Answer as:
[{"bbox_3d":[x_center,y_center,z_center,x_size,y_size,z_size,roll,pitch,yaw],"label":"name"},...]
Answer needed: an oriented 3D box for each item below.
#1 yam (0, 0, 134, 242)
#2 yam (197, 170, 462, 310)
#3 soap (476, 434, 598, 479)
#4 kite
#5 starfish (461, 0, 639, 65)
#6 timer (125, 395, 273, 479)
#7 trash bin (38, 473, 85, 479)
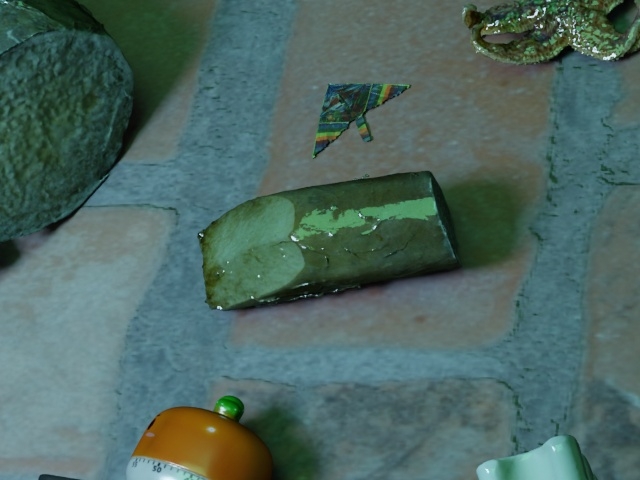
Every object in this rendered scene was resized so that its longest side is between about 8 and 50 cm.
[{"bbox_3d":[-0.360,-0.187,1.950,0.241,0.241,0.348,-40,53,-5],"label":"yam"},{"bbox_3d":[0.000,0.000,1.767,0.259,0.106,0.106,-11,58,14],"label":"yam"},{"bbox_3d":[0.207,0.305,1.469,0.088,0.160,0.265,-20,56,10],"label":"soap"},{"bbox_3d":[0.031,-0.132,1.888,0.122,0.004,0.090,-32,54,0],"label":"kite"},{"bbox_3d":[0.246,-0.226,1.847,0.210,0.053,0.150,-25,68,0],"label":"starfish"},{"bbox_3d":[-0.103,0.194,1.689,0.136,0.099,0.136,-4,68,9],"label":"timer"},{"bbox_3d":[-0.194,0.337,1.603,0.115,0.165,0.225,5,65,23],"label":"trash bin"}]
